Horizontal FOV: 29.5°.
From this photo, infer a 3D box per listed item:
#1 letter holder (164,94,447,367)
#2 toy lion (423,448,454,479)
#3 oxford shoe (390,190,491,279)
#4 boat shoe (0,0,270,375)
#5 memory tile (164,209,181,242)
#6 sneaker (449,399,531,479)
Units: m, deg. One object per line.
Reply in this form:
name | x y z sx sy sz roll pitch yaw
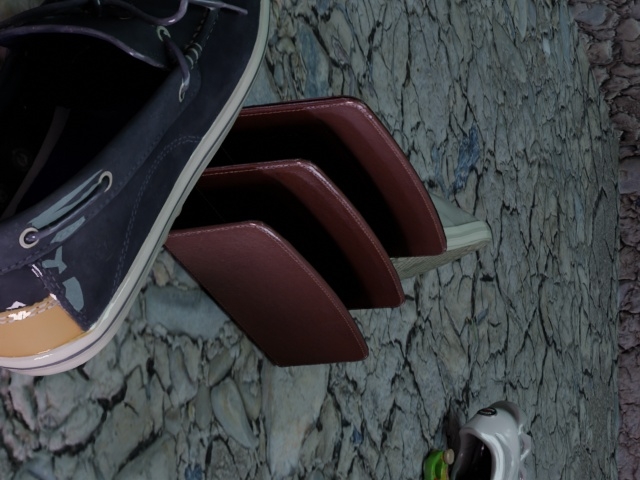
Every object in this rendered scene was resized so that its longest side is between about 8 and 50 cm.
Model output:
letter holder | 0.000 0.000 1.294 0.302 0.214 0.152 54 38 -51
toy lion | 0.177 0.378 1.862 0.096 0.034 0.100 -18 102 -58
oxford shoe | 0.120 -0.019 1.670 0.449 0.169 0.130 1 63 -66
boat shoe | -0.170 -0.134 0.979 0.156 0.186 0.500 67 34 -48
memory tile | -0.182 -0.049 1.114 0.148 0.012 0.113 58 38 -37
sneaker | 0.266 0.436 1.974 0.146 0.122 0.331 -10 96 -48
